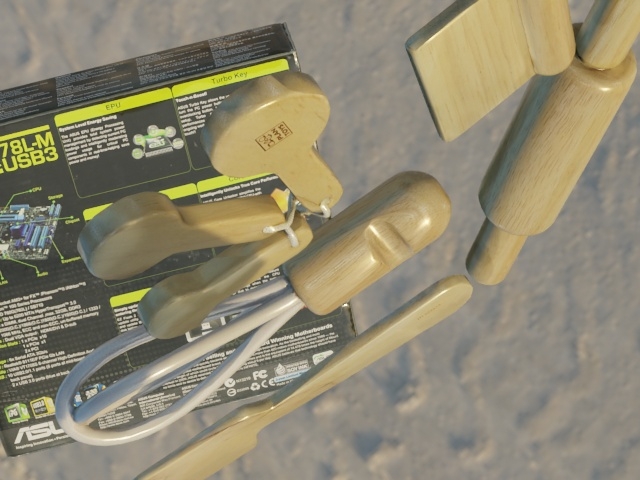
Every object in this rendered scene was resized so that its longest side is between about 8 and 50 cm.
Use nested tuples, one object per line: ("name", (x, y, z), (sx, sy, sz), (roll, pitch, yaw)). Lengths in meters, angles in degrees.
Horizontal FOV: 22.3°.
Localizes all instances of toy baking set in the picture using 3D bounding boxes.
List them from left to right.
("toy baking set", (0.006, -0.003, 0.528), (0.030, 0.196, 0.256), (59, 155, 25))

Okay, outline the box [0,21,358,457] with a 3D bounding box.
("box", (-0.087, 0.004, 0.789), (0.045, 0.190, 0.184), (-109, 5, -61))
